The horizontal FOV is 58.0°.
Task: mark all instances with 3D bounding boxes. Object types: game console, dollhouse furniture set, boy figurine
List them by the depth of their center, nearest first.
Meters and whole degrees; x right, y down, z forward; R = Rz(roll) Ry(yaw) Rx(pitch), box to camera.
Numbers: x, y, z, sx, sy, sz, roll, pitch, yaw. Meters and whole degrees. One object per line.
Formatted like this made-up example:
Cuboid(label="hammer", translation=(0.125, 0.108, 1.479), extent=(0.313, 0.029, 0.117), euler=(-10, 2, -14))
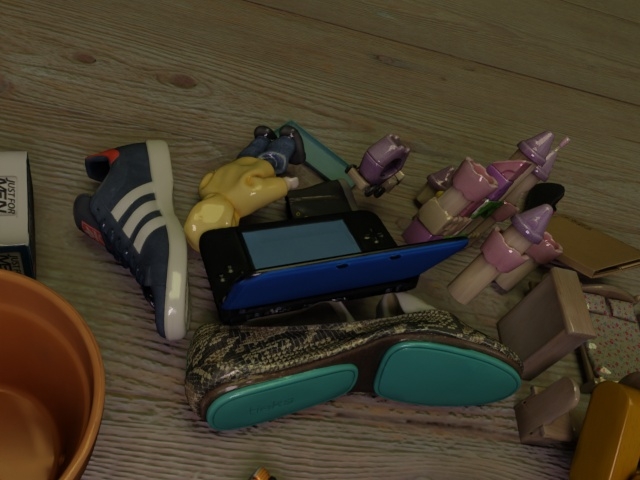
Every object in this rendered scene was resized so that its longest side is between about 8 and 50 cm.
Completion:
Cuboid(label="game console", translation=(0.000, 0.000, 0.776), extent=(0.293, 0.173, 0.250), euler=(-8, 43, -19))
Cuboid(label="dollhouse furniture set", translation=(0.498, 0.181, 0.938), extent=(0.355, 0.174, 0.303), euler=(11, 51, -11))
Cuboid(label="boy figurine", translation=(-0.122, -0.086, 0.959), extent=(0.177, 0.092, 0.285), euler=(4, 45, 28))

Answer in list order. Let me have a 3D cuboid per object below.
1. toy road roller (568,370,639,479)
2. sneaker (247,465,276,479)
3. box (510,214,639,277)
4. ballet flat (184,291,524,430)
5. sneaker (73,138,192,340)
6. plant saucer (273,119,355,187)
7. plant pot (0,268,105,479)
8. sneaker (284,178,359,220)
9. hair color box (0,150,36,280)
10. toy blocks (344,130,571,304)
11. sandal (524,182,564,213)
Cuboid(label="toy road roller", translation=(0.449, 0.345, 0.696), extent=(0.202, 0.240, 0.330), euler=(18, 84, -7))
Cuboid(label="sneaker", translation=(-0.086, 0.364, 0.644), extent=(0.083, 0.084, 0.215), euler=(32, 49, 0))
Cuboid(label="box", translation=(0.493, 0.006, 1.110), extent=(0.164, 0.021, 0.201), euler=(-10, 30, -27))
Cuboid(label="ballet flat", translation=(0.052, 0.148, 0.822), extent=(0.482, 0.164, 0.182), euler=(-1, 44, -17))
Cuboid(label="sneaker", translation=(-0.276, -0.002, 0.840), extent=(0.148, 0.131, 0.350), euler=(-8, 51, -17))
Cuboid(label="plant saucer", translation=(-0.007, -0.163, 1.122), extent=(0.192, 0.018, 0.067), euler=(39, 51, 12))
Cuboid(label="plant pot", translation=(-0.371, 0.198, 0.587), extent=(0.291, 0.203, 0.291), euler=(10, 52, -13))
Cuboid(label="sneaker", translation=(0.016, -0.004, 0.978), extent=(0.118, 0.083, 0.222), euler=(-11, 55, -16))
Cuboid(label="hair color box", translation=(-0.566, -0.021, 0.750), extent=(0.347, 0.105, 0.174), euler=(-4, 56, -22))
Cuboid(label="toy blocks", translation=(0.272, -0.095, 0.956), extent=(0.309, 0.260, 0.288), euler=(51, 28, 22))
Cuboid(label="sandal", translation=(0.457, -0.068, 1.198), extent=(0.067, 0.040, 0.179), euler=(13, 41, 30))
